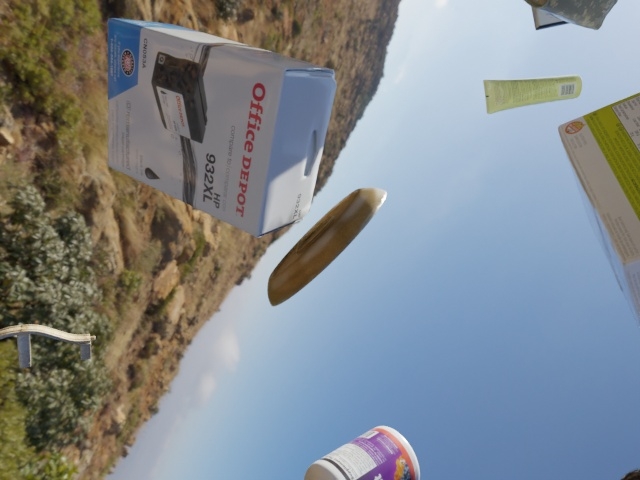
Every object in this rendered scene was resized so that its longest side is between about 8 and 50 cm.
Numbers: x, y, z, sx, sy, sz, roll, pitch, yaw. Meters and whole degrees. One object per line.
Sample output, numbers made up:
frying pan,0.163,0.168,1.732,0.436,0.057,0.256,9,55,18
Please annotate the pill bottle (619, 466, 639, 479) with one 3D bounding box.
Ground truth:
pill bottle,0.616,0.471,0.817,0.123,0.219,0.123,-18,-114,47

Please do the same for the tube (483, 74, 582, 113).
tube,0.551,-0.391,1.192,0.062,0.240,0.070,82,2,-45

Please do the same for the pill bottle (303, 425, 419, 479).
pill bottle,0.044,0.359,0.660,0.108,0.193,0.108,17,-68,49

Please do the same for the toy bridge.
toy bridge,-0.438,0.157,0.673,0.026,0.188,0.063,38,-55,53

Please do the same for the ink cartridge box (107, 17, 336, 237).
ink cartridge box,-0.157,-0.170,0.660,0.129,0.307,0.223,-29,138,-55

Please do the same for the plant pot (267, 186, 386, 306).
plant pot,0.000,0.000,0.669,0.236,0.032,0.236,-44,-172,8

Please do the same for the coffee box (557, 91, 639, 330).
coffee box,0.664,-0.051,0.771,0.334,0.337,0.338,-22,-138,27

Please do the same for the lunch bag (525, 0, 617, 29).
lunch bag,0.450,-0.576,0.920,0.287,0.235,0.169,58,-44,30

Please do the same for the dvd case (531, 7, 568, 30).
dvd case,0.590,-0.658,1.107,0.022,0.180,0.253,-134,-149,-86
